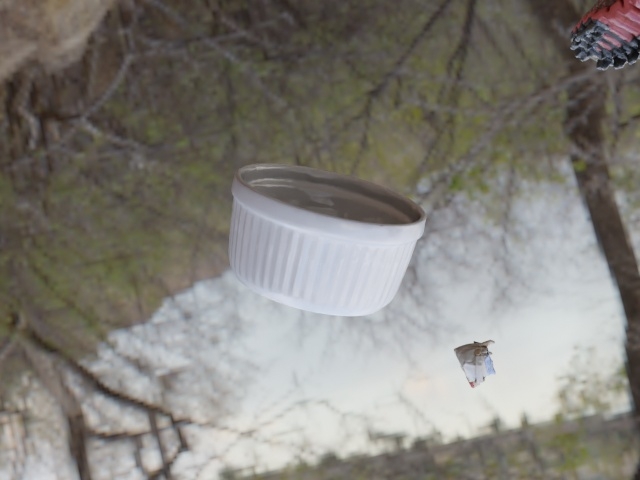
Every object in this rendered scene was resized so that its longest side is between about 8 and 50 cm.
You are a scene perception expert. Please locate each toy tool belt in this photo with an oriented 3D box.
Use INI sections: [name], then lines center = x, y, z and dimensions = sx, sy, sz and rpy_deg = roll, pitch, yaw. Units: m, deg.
[toy tool belt]
center = 0.206, 0.157, 1.772
dimensions = 0.051, 0.052, 0.083
rpy_deg = -27, 143, 1

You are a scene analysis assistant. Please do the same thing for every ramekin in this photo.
[ramekin]
center = 0.000, 0.000, 1.460
dimensions = 0.207, 0.109, 0.207
rpy_deg = 12, -165, -3

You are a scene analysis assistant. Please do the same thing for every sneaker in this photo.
[sneaker]
center = 0.432, -0.325, 1.841
dimensions = 0.097, 0.135, 0.276
rpy_deg = 31, 154, -9
